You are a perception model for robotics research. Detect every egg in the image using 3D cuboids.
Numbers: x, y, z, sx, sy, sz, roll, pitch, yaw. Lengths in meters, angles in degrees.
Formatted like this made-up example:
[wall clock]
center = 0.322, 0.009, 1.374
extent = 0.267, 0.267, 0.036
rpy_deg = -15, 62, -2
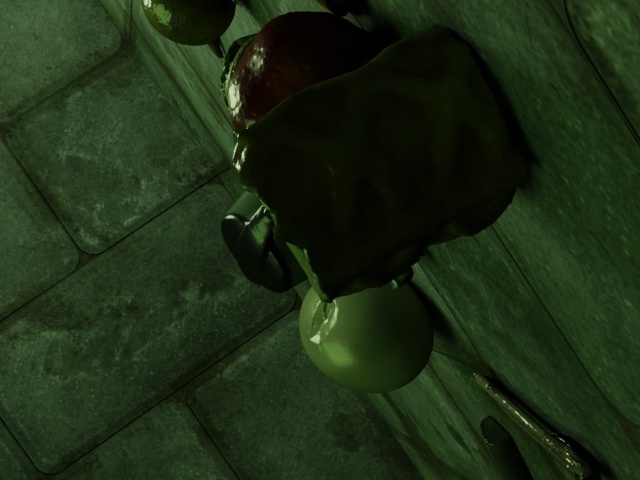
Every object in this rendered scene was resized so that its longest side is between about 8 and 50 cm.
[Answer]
[egg]
center = 0.078, 0.152, 2.079
extent = 0.269, 0.219, 0.219
rpy_deg = 24, 152, 42

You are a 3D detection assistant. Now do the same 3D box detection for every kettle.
[kettle]
center = -0.014, -0.055, 1.623
extent = 0.161, 0.236, 0.221
rpy_deg = 46, 158, 10

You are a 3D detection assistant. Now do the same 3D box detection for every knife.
[knife]
center = 0.323, 0.277, 1.780
extent = 0.089, 0.043, 0.365
rpy_deg = 59, 173, -24

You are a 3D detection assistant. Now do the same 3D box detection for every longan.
[longan]
center = -0.198, -0.384, 1.843
extent = 0.154, 0.145, 0.176
rpy_deg = 35, 140, -28

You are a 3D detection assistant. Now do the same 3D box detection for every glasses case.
[glasses case]
center = 0.346, 0.408, 2.190
extent = 0.191, 0.042, 0.072
rpy_deg = 61, 178, -34

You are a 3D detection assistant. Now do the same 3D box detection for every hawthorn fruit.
[hawthorn fruit]
center = -0.005, -0.168, 1.371
extent = 0.207, 0.207, 0.243
rpy_deg = 58, -178, -16

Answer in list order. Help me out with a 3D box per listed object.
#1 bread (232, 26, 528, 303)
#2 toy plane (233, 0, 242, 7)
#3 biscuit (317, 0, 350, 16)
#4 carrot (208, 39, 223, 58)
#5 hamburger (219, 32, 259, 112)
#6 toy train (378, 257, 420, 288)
[bread]
center = 0.056, -0.066, 1.176
extent = 0.196, 0.252, 0.238
rpy_deg = 55, 175, 16
[toy plane]
center = -0.167, -0.437, 1.676
extent = 0.234, 0.082, 0.160
rpy_deg = 43, 169, -28
[biscuit]
center = -0.057, -0.341, 1.345
extent = 0.247, 0.029, 0.118
rpy_deg = 41, -176, -23
[carrot]
center = -0.228, -0.416, 2.226
extent = 0.049, 0.049, 0.254
rpy_deg = 50, 175, 33
[hamburger]
center = -0.062, -0.202, 1.633
extent = 0.131, 0.159, 0.185
rpy_deg = -148, 59, -68
[toy train]
center = 0.074, -0.017, 1.831
extent = 0.198, 0.107, 0.154
rpy_deg = 55, 180, 0
